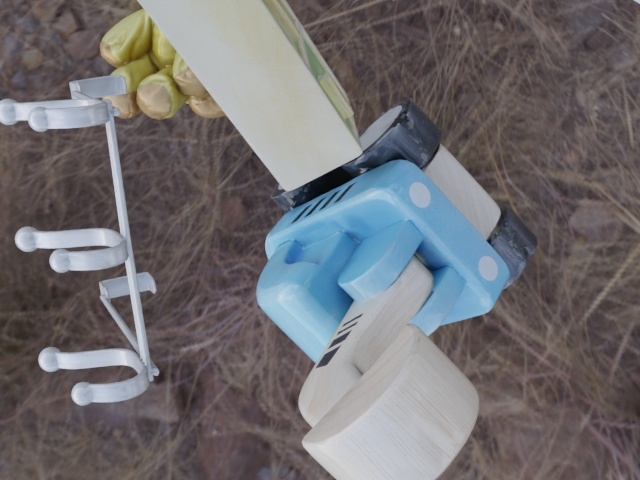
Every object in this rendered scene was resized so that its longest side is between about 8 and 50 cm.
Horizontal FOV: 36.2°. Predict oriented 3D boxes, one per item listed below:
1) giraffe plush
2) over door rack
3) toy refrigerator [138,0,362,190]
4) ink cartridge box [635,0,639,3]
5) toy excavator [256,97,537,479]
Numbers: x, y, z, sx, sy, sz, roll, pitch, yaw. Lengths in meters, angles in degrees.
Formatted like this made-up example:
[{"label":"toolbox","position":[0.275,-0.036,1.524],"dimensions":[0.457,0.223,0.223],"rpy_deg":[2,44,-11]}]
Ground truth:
[{"label":"giraffe plush","position":[-0.164,-0.226,1.260],"dimensions":[0.181,0.170,0.210],"rpy_deg":[2,69,27]},{"label":"over door rack","position":[-0.214,-0.016,0.881],"dimensions":[0.108,0.324,0.239],"rpy_deg":[-7,104,-8]},{"label":"toy refrigerator","position":[-0.062,-0.178,0.868],"dimensions":[0.094,0.102,0.269],"rpy_deg":[-26,131,13]},{"label":"ink cartridge box","position":[0.377,-0.316,1.074],"dimensions":[0.209,0.062,0.109],"rpy_deg":[29,122,-3]},{"label":"toy excavator","position":[0.052,0.071,0.980],"dimensions":[0.222,0.445,0.433],"rpy_deg":[45,146,-16]}]
